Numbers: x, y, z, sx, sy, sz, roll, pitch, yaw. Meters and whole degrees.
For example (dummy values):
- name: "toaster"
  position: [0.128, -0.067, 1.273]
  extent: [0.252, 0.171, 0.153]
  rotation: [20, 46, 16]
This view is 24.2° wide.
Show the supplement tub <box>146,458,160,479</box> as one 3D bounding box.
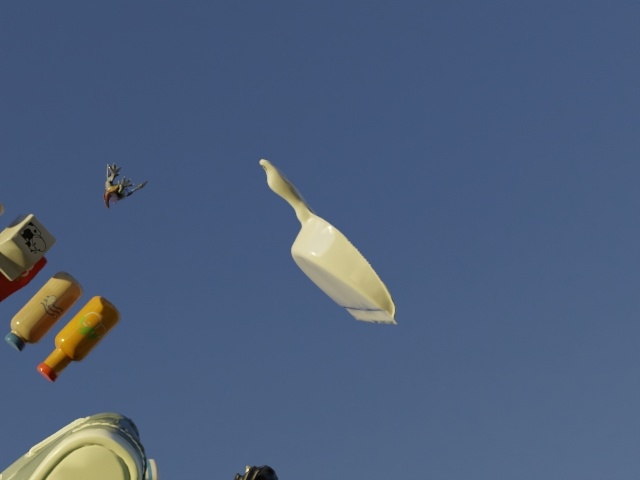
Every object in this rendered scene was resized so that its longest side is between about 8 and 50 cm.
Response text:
- name: "supplement tub"
  position: [-0.276, 0.334, 2.033]
  extent: [0.107, 0.071, 0.071]
  rotation: [0, -47, -17]

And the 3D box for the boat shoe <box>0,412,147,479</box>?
- name: "boat shoe"
  position: [-0.274, 0.271, 1.333]
  extent: [0.116, 0.099, 0.319]
  rotation: [44, -77, -12]

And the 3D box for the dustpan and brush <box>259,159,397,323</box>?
- name: "dustpan and brush"
  position: [0.000, 0.000, 1.609]
  extent: [0.211, 0.147, 0.060]
  rotation: [41, -102, -13]

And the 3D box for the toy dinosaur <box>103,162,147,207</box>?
- name: "toy dinosaur"
  position: [-0.252, -0.060, 1.794]
  extent: [0.047, 0.090, 0.082]
  rotation: [39, -35, 3]

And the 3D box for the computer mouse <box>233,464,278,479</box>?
- name: "computer mouse"
  position: [0.028, 0.302, 1.247]
  extent: [0.272, 0.188, 0.072]
  rotation: [16, -28, -27]

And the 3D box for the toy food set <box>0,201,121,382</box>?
- name: "toy food set"
  position: [-0.335, 0.038, 1.598]
  extent: [0.104, 0.111, 0.232]
  rotation: [-49, -65, -20]
